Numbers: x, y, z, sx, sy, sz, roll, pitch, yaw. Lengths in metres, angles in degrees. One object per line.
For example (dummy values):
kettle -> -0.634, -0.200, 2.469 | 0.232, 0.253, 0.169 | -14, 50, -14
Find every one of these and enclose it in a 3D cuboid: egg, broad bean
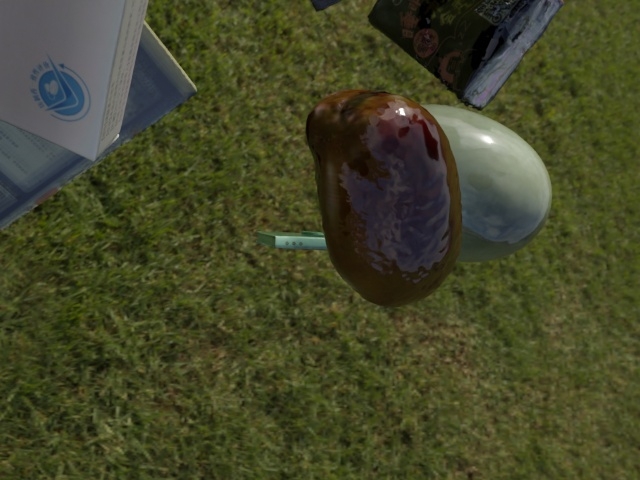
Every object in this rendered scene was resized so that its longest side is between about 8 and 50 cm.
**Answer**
egg -> 0.215, -0.097, 1.261 | 0.352, 0.258, 0.258 | 14, 64, 8
broad bean -> 0.048, -0.024, 0.494 | 0.114, 0.084, 0.165 | -29, 126, -23

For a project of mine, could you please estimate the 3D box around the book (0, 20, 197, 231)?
book -> -0.332, -0.160, 0.834 | 0.322, 0.018, 0.228 | -34, 132, 3

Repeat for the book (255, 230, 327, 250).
book -> 0.000, 0.000, 0.847 | 0.135, 0.103, 0.017 | 2, 93, -18

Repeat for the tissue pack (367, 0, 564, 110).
tissue pack -> 0.257, -0.421, 1.357 | 0.123, 0.245, 0.332 | 13, 30, -45

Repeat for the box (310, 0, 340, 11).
box -> 0.100, -0.502, 1.033 | 0.204, 0.345, 0.251 | 61, 13, -19

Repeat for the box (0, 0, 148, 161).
box -> -0.225, -0.247, 0.566 | 0.200, 0.343, 0.065 | 24, 36, -1
